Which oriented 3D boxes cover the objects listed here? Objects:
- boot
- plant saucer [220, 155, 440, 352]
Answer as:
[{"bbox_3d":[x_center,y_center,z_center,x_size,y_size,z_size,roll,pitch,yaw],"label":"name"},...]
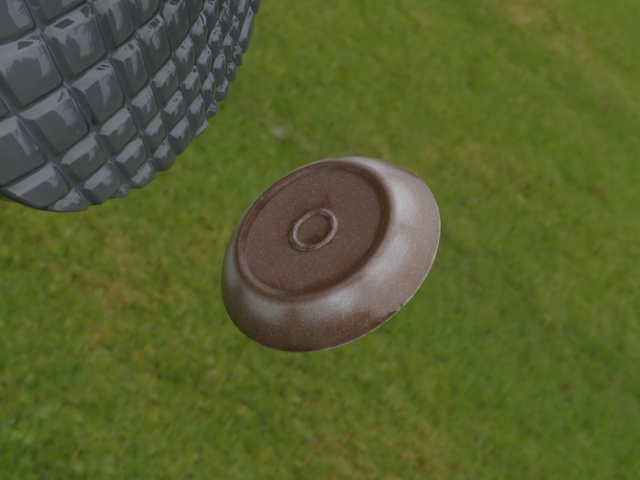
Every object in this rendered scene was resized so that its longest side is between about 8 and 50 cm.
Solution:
[{"bbox_3d":[-0.129,-0.132,0.552,0.223,0.118,0.338,6,37,16],"label":"boot"},{"bbox_3d":[0.000,0.000,1.249,0.036,0.198,0.198,55,8,-46],"label":"plant saucer"}]
